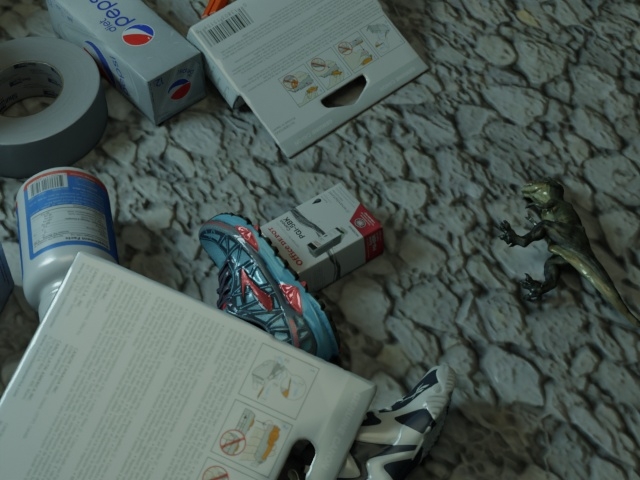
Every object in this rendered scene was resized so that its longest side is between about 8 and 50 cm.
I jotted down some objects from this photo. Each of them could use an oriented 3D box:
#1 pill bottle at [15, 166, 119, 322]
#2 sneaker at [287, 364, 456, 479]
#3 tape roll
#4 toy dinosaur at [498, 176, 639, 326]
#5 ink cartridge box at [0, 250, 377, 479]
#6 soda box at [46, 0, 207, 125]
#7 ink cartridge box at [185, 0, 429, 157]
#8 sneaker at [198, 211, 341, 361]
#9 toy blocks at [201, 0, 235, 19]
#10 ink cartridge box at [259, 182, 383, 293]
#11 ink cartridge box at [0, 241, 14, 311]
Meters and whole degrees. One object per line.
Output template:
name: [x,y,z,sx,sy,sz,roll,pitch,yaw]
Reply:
pill bottle: [-0.319,0.024,1.802,0.124,0.124,0.221,-11,51,-4]
sneaker: [0.049,0.214,1.628,0.153,0.094,0.235,27,67,14]
tape roll: [-0.417,-0.192,2.024,0.219,0.072,0.219,-3,51,4]
toy dinosaur: [0.298,0.013,1.800,0.118,0.064,0.268,-14,53,-15]
ink cartridge box: [-0.170,0.226,1.603,0.385,0.091,0.308,23,74,8]
soda box: [-0.290,-0.295,2.084,0.098,0.091,0.286,-33,55,-23]
ink cartridge box: [-0.019,-0.269,2.057,0.275,0.060,0.239,-34,83,-21]
sneaker: [-0.092,0.068,1.758,0.125,0.104,0.262,-32,54,-18]
toy blocks: [-0.125,-0.349,2.140,0.123,0.054,0.148,7,52,10]
ink cartridge box: [0.000,0.000,1.836,0.135,0.056,0.099,-30,55,-19]
ink cartridge box: [-0.528,0.109,1.754,0.197,0.114,0.273,9,51,11]
